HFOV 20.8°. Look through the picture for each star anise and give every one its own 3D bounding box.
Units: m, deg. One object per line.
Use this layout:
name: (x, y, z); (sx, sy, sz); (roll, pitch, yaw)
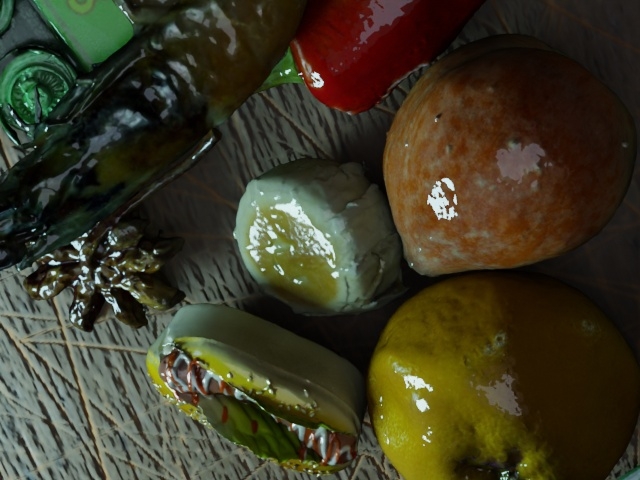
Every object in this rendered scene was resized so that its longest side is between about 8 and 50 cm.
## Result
star anise: (-0.197, -0.017, 1.582); (0.177, 0.073, 0.234); (17, 110, 5)

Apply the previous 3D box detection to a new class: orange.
orange: (0.167, 0.143, 1.517); (0.249, 0.183, 0.249); (-6, 140, -5)

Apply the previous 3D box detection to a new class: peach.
peach: (0.153, -0.061, 1.485); (0.232, 0.232, 0.233); (1, 103, 2)

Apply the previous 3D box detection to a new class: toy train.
toy train: (-0.229, -0.204, 1.517); (0.188, 0.132, 0.243); (-36, 102, 5)

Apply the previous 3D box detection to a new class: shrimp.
shrimp: (-0.204, -0.154, 1.427); (0.272, 0.085, 0.445); (41, 87, -9)

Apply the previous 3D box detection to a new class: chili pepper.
chili pepper: (0.035, -0.180, 1.506); (0.338, 0.134, 0.131); (-44, 109, 10)

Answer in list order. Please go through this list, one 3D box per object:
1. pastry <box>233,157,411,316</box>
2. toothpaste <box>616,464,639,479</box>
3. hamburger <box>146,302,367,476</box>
pastry: (0.000, 0.000, 1.550); (0.166, 0.088, 0.166); (24, 131, 31)
toothpaste: (0.279, 0.263, 1.648); (0.248, 0.047, 0.078); (-36, 95, 12)
hamburger: (-0.056, 0.136, 1.569); (0.210, 0.173, 0.116); (25, 78, -4)
